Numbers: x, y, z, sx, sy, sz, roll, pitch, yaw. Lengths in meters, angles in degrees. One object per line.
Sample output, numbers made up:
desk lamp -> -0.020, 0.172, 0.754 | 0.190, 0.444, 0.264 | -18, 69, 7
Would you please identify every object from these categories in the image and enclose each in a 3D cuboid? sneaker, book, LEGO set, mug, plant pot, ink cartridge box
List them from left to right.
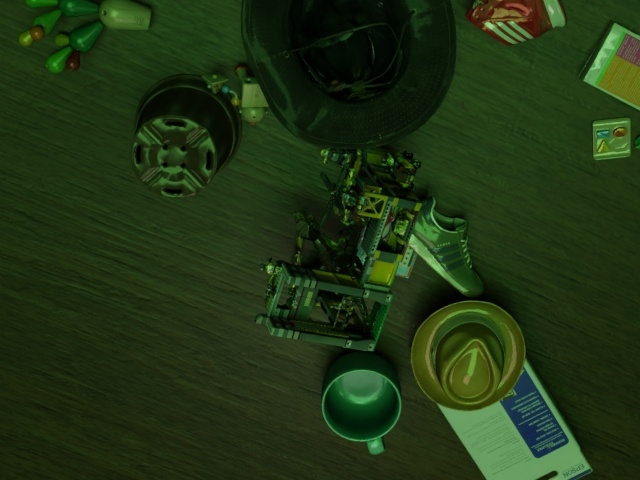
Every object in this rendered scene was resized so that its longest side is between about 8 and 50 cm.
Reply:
plant pot -> -0.205, -0.144, 1.687 | 0.167, 0.165, 0.167 | 1, 112, 2
LEGO set -> 0.000, 0.000, 1.692 | 0.192, 0.255, 0.331 | 11, 119, -20
mug -> 0.063, 0.257, 1.869 | 0.129, 0.097, 0.158 | 16, 111, -5
sneaker -> 0.205, 0.008, 1.784 | 0.192, 0.064, 0.086 | 40, 105, -19
sneaker -> 0.246, -0.370, 1.601 | 0.128, 0.087, 0.221 | -27, 107, 10
ink cartridge box -> 0.297, 0.277, 1.890 | 0.165, 0.065, 0.333 | -29, 106, 11
book -> 0.471, -0.249, 1.703 | 0.144, 0.035, 0.096 | 26, 106, -9

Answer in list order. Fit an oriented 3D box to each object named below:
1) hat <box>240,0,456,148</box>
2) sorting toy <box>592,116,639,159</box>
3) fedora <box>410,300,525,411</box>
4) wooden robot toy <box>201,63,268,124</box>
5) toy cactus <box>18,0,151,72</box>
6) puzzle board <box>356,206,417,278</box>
hat -> 0.032, -0.297, 1.631 | 0.331, 0.134, 0.331 | -3, 102, -12
sorting toy -> 0.457, -0.156, 1.748 | 0.083, 0.012, 0.062 | -6, 110, 4
fedora -> 0.232, 0.191, 1.785 | 0.194, 0.079, 0.194 | 1, 110, 2
wooden robot toy -> -0.091, -0.213, 1.710 | 0.173, 0.076, 0.079 | -2, 126, -12
toy cactus -> -0.335, -0.340, 1.659 | 0.180, 0.112, 0.219 | 9, 103, -13
puzzle board -> 0.114, -0.009, 1.813 | 0.096, 0.011, 0.128 | 17, 111, -5
